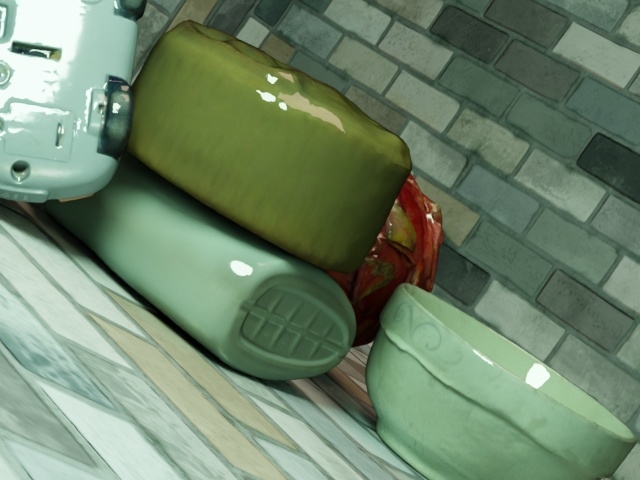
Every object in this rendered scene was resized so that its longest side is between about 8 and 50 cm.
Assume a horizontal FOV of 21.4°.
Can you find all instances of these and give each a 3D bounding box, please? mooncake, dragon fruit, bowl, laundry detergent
[{"bbox_3d":[-0.053,-0.097,1.660,0.284,0.155,0.284,28,6,-3],"label":"mooncake"},{"bbox_3d":[0.000,0.000,1.985,0.277,0.277,0.342,36,18,30],"label":"dragon fruit"},{"bbox_3d":[0.173,0.188,1.837,0.307,0.163,0.307,35,4,-2],"label":"bowl"},{"bbox_3d":[-0.161,-0.009,1.737,0.398,0.124,0.264,34,4,31],"label":"laundry detergent"}]

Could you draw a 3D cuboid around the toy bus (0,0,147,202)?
[{"bbox_3d":[-0.281,-0.167,1.610,0.194,0.287,0.232,8,-13,-16],"label":"toy bus"}]
